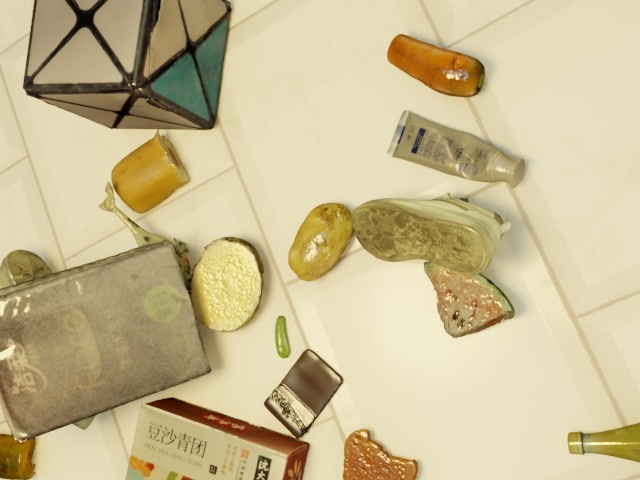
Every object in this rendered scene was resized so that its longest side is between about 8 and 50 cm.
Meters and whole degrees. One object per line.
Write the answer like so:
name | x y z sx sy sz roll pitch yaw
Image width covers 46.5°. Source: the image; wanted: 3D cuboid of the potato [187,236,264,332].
potato | -0.189 0.091 1.557 0.164 0.081 0.201 13 94 13

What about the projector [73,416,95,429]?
projector | -0.513 0.244 1.578 0.198 0.108 0.250 37 80 -20

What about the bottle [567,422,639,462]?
bottle | 0.554 0.339 1.246 0.269 0.083 0.083 -8 83 26

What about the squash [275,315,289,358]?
squash | -0.081 0.199 1.535 0.027 0.027 0.089 -12 80 20

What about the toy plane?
toy plane | -0.374 0.000 1.606 0.286 0.092 0.108 44 68 -7

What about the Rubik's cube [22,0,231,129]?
Rubik's cube | -0.387 -0.409 1.559 0.310 0.305 0.307 6 85 24

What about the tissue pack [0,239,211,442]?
tissue pack | -0.446 0.190 1.472 0.394 0.124 0.288 -17 99 -17

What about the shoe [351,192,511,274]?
shoe | 0.213 -0.031 1.385 0.316 0.159 0.124 18 127 43

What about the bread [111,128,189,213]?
bread | -0.384 -0.147 1.646 0.173 0.085 0.134 -34 75 16

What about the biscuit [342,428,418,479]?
biscuit | 0.119 0.497 1.425 0.183 0.043 0.280 -25 82 22

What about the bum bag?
bum bag | -0.036 0.309 1.507 0.109 0.026 0.159 39 100 20

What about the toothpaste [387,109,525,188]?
toothpaste | 0.256 -0.168 1.420 0.266 0.061 0.096 24 96 28

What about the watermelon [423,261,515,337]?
watermelon | 0.268 0.113 1.386 0.187 0.071 0.139 31 111 24

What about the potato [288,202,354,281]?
potato | 0.000 0.000 1.489 0.107 0.080 0.170 44 103 31

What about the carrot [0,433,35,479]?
carrot | -0.796 0.500 1.750 0.301 0.114 0.114 0 86 18

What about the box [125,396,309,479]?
box | -0.234 0.557 1.514 0.344 0.122 0.385 12 90 22

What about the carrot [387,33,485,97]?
carrot | 0.219 -0.331 1.427 0.193 0.087 0.087 24 95 23

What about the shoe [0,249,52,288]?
shoe | -0.669 0.208 1.718 0.210 0.132 0.342 -29 86 35
